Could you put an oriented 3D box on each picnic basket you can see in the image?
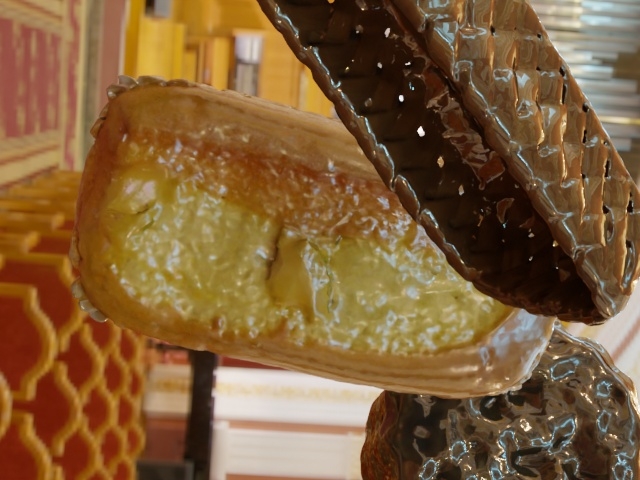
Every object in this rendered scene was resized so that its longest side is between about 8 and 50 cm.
[{"bbox_3d":[0.053,-0.054,0.435,0.055,0.193,0.110,-46,-154,-15],"label":"picnic basket"}]

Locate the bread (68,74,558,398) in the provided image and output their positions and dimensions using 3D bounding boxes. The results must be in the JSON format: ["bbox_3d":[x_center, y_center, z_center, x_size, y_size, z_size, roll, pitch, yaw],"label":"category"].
[{"bbox_3d":[0.000,0.000,0.678,0.119,0.288,0.153,-142,-114,-80],"label":"bread"}]

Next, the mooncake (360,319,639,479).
[{"bbox_3d":[0.147,0.169,0.905,0.124,0.228,0.228,96,-3,-66],"label":"mooncake"}]
